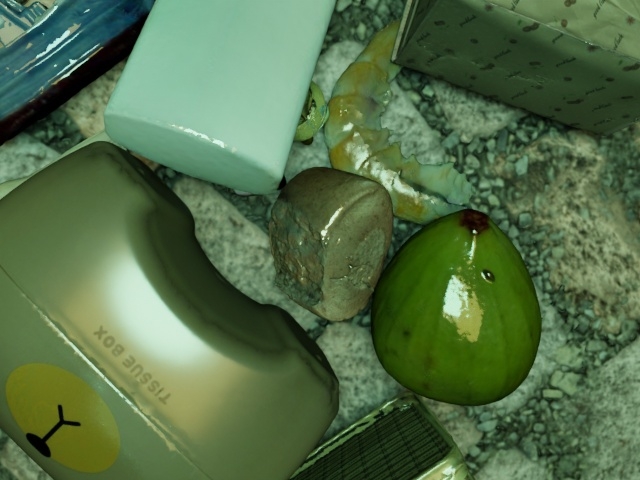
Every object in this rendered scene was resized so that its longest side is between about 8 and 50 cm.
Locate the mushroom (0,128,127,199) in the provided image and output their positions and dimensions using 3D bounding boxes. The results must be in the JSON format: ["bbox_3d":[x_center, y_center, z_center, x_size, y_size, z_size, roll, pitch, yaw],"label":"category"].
[{"bbox_3d":[-0.330,-0.069,0.692,0.209,0.084,0.071,-31,138,-9],"label":"mushroom"}]

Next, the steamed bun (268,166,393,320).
[{"bbox_3d":[0.000,0.000,0.678,0.106,0.145,0.175,-2,109,-40],"label":"steamed bun"}]

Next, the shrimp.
[{"bbox_3d":[0.095,-0.145,0.733,0.185,0.068,0.286,-8,84,-9],"label":"shrimp"}]

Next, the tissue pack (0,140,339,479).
[{"bbox_3d":[-0.190,0.114,0.608,0.277,0.267,0.387,-42,95,-1],"label":"tissue pack"}]

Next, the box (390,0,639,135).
[{"bbox_3d":[0.266,-0.287,0.650,0.297,0.190,0.225,17,81,-5],"label":"box"}]

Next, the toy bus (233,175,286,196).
[{"bbox_3d":[-0.102,-0.137,0.711,0.072,0.057,0.171,-20,93,0],"label":"toy bus"}]

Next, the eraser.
[{"bbox_3d":[-0.095,-0.212,0.629,0.189,0.104,0.289,21,67,-14],"label":"eraser"}]

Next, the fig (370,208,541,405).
[{"bbox_3d":[0.160,0.073,0.660,0.203,0.203,0.225,-2,130,-5],"label":"fig"}]

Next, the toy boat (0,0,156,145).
[{"bbox_3d":[-0.321,-0.234,0.648,0.309,0.129,0.142,-39,110,-4],"label":"toy boat"}]

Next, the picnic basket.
[{"bbox_3d":[0.067,0.307,0.625,0.228,0.313,0.175,-33,86,-1],"label":"picnic basket"}]

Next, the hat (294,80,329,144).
[{"bbox_3d":[-0.024,-0.160,0.712,0.076,0.059,0.077,-28,57,33],"label":"hat"}]
